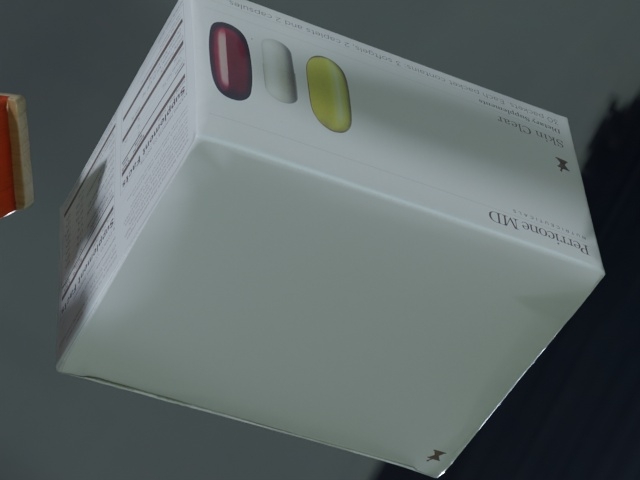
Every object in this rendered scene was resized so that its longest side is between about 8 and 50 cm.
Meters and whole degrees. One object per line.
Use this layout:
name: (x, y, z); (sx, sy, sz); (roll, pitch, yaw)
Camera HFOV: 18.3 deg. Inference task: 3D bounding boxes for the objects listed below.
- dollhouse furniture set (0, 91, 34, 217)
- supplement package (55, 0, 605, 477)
dollhouse furniture set: (-0.290, -0.024, 1.080); (0.135, 0.262, 0.259); (9, -157, 28)
supplement package: (0.000, 0.000, 1.193); (0.262, 0.145, 0.204); (18, 130, -21)
